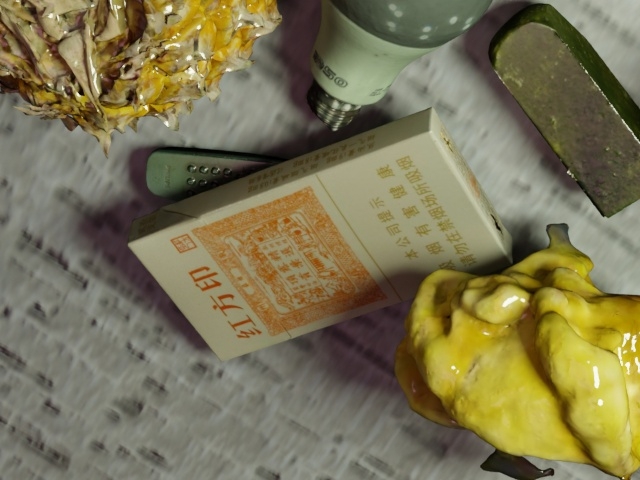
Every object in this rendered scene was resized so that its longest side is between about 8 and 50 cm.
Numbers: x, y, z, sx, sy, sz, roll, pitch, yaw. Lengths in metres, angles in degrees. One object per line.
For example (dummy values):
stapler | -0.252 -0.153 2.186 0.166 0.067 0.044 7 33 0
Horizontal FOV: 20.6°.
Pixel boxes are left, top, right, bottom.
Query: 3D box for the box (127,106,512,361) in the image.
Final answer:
box | -0.001 0.001 1.886 0.365 0.051 0.204 -19 128 22

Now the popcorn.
popcorn | 0.237 0.118 1.802 0.316 0.297 0.281 -2 80 40

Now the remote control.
remote control | -0.081 -0.063 1.917 0.222 0.042 0.072 9 117 9

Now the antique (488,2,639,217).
antique | 0.260 -0.139 1.777 0.081 0.080 0.221 -33 101 23

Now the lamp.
lamp | 0.071 -0.221 1.736 0.182 0.182 0.314 19 122 5

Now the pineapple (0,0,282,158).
pineapple | -0.204 -0.263 1.725 0.352 0.300 0.352 8 115 18
